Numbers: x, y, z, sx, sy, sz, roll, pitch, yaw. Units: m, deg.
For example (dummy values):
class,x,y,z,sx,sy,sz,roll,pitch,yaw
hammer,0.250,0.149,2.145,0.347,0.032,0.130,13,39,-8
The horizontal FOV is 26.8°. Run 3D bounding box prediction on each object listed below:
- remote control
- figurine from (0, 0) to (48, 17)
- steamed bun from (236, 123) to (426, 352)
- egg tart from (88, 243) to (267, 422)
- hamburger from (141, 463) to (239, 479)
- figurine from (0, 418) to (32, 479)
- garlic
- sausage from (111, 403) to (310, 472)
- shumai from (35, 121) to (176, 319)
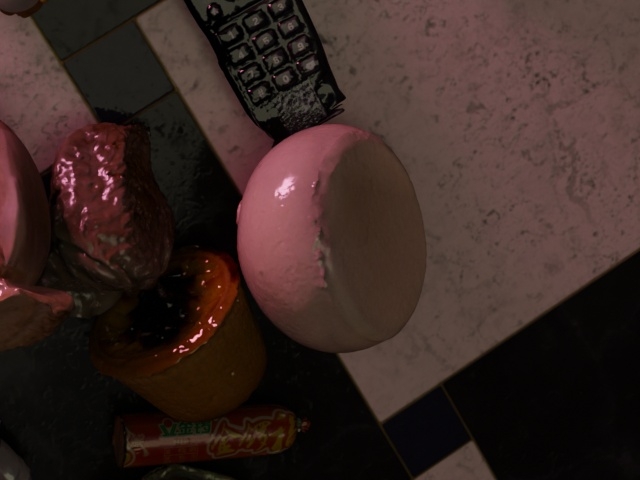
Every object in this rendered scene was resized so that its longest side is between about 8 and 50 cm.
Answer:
class,x,y,z,sx,sy,sz,roll,pitch,yaw
remote control,-0.100,-0.312,1.646,0.144,0.062,0.399,-30,109,-8
figurine,-0.377,-0.323,1.561,0.101,0.068,0.143,-30,94,-15
steamed bun,0.000,0.000,1.675,0.283,0.177,0.283,16,71,-56
egg tart,-0.172,0.122,1.674,0.215,0.215,0.171,-35,127,-6
hamburger,-0.194,0.447,1.779,0.265,0.134,0.285,17,101,-18
figurine,-0.455,0.219,1.649,0.274,0.133,0.194,33,116,-27
garlic,-0.393,0.002,1.540,0.132,0.325,0.279,7,135,-39
sausage,-0.140,0.253,1.778,0.264,0.083,0.083,-3,105,-17
shumai,-0.288,-0.020,1.616,0.185,0.184,0.218,-20,76,17
